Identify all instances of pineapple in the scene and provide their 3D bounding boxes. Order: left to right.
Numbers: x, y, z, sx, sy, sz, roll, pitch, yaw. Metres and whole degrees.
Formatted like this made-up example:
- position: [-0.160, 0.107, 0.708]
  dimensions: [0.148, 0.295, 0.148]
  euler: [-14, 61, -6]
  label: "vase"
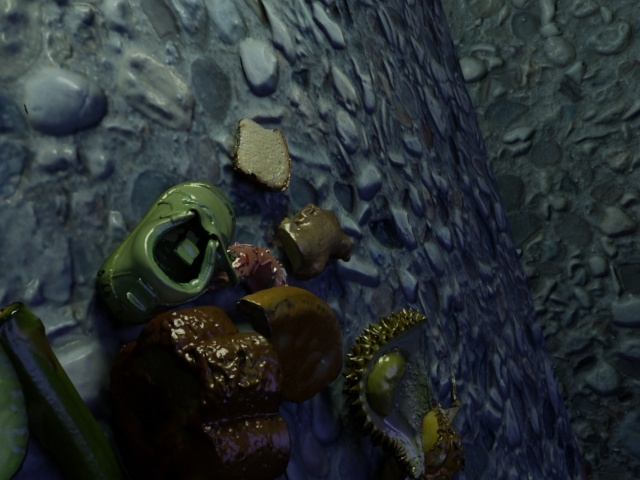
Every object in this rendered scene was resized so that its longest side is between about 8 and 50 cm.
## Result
- position: [0.240, 0.423, 1.210]
  dimensions: [0.161, 0.158, 0.334]
  euler: [43, 28, -3]
  label: "pineapple"

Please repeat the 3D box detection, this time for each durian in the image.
- position: [0.124, 0.281, 1.105]
  dimensions: [0.172, 0.166, 0.307]
  euler: [46, 38, -86]
  label: "durian"

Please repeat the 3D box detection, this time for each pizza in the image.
- position: [-0.046, 0.170, 0.948]
  dimensions: [0.182, 0.073, 0.365]
  euler: [-60, 151, -5]
  label: "pizza"

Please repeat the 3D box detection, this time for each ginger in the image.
- position: [-0.002, -0.004, 1.149]
  dimensions: [0.213, 0.074, 0.138]
  euler: [-21, 104, -53]
  label: "ginger"

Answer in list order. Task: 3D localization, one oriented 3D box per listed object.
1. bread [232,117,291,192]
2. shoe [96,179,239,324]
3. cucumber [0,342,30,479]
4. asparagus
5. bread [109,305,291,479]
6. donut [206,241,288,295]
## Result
- position: [-0.111, -0.152, 1.081]
  dimensions: [0.126, 0.044, 0.129]
  euler: [22, 62, -42]
  label: "bread"
- position: [-0.187, 0.016, 0.830]
  dimensions: [0.262, 0.128, 0.140]
  euler: [-52, 125, -45]
  label: "shoe"
- position: [-0.354, 0.162, 0.514]
  dimensions: [0.191, 0.130, 0.191]
  euler: [36, 44, -44]
  label: "cucumber"
- position: [-0.285, 0.195, 0.658]
  dimensions: [0.278, 0.060, 0.067]
  euler: [64, 24, -16]
  label: "asparagus"
- position: [-0.144, 0.192, 0.708]
  dimensions: [0.135, 0.232, 0.247]
  euler: [13, 35, -53]
  label: "bread"
- position: [-0.108, 0.057, 0.974]
  dimensions: [0.166, 0.065, 0.117]
  euler: [37, 49, -45]
  label: "donut"
